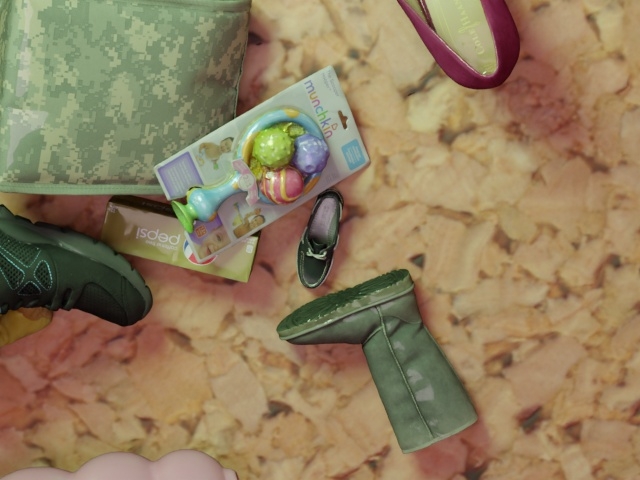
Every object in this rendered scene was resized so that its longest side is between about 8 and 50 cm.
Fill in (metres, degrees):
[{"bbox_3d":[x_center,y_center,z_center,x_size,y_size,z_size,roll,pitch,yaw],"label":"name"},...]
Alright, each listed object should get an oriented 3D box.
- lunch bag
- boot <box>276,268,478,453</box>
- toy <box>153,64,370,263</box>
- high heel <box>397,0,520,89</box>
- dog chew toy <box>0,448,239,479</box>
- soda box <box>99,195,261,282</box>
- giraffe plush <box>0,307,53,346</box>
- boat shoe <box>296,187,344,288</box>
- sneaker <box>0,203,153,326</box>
[{"bbox_3d":[-0.223,-0.175,1.639,0.287,0.169,0.235,3,107,-25],"label":"lunch bag"},{"bbox_3d":[0.068,0.157,1.763,0.190,0.076,0.208,-19,108,8],"label":"boot"},{"bbox_3d":[-0.054,-0.078,1.658,0.237,0.056,0.137,-30,121,-11],"label":"toy"},{"bbox_3d":[0.099,-0.334,1.587,0.127,0.181,0.377,-36,99,9],"label":"high heel"},{"bbox_3d":[-0.252,0.345,1.754,0.332,0.206,0.206,-18,101,-3],"label":"dog chew toy"},{"bbox_3d":[-0.164,-0.004,1.733,0.181,0.061,0.058,13,104,-1],"label":"soda box"},{"bbox_3d":[-0.429,0.103,1.712,0.181,0.170,0.210,33,102,-5],"label":"giraffe plush"},{"bbox_3d":[0.000,0.000,1.739,0.046,0.038,0.125,18,103,-2],"label":"boat shoe"},{"bbox_3d":[-0.347,0.037,1.665,0.341,0.125,0.139,28,70,-30],"label":"sneaker"}]
